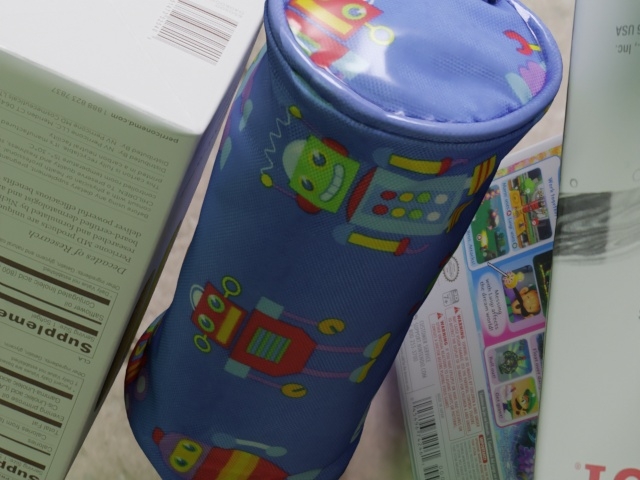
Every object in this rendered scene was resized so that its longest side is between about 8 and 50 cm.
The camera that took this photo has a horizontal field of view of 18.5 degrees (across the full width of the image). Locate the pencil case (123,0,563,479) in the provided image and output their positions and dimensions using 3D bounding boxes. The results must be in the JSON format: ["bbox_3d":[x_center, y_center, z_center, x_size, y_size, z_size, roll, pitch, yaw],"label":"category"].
[{"bbox_3d":[0.000,0.000,0.859,0.119,0.133,0.306,30,139,4],"label":"pencil case"}]

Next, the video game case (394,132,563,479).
[{"bbox_3d":[0.092,0.039,0.899,0.143,0.019,0.157,-22,68,37],"label":"video game case"}]

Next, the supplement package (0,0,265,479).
[{"bbox_3d":[-0.133,-0.021,0.912,0.139,0.134,0.244,-68,3,-51],"label":"supplement package"}]

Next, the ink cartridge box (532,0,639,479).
[{"bbox_3d":[0.212,-0.019,0.727,0.223,0.129,0.307,2,85,42],"label":"ink cartridge box"}]
